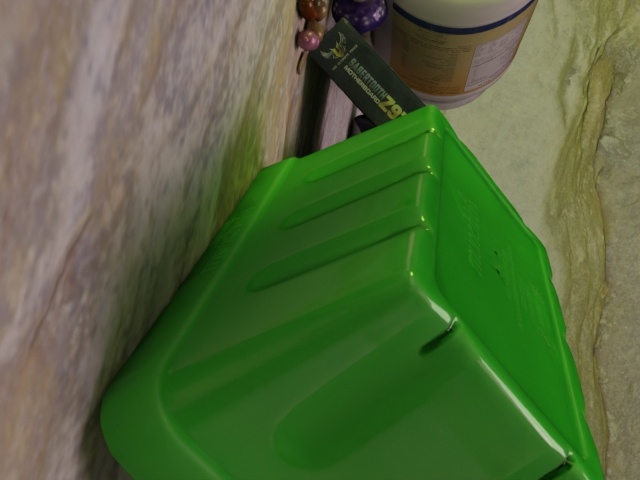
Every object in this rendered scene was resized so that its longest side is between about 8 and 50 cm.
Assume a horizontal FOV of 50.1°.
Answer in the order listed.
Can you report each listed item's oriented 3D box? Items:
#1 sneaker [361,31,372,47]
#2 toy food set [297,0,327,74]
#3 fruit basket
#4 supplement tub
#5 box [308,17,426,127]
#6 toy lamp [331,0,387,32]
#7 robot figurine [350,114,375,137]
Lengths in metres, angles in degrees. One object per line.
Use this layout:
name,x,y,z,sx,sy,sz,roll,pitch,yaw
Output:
sneaker,0.129,-0.404,1.301,0.262,0.099,0.121,-74,167,-51
toy food set,-0.007,-0.227,0.669,0.122,0.019,0.078,92,10,-51
fruit basket,-0.005,0.118,0.515,0.392,0.283,0.392,-39,-166,11
supplement tub,0.183,-0.337,0.971,0.316,0.228,0.229,73,28,-77
box,0.080,-0.170,0.847,0.059,0.183,0.232,-44,179,10
toy lamp,0.045,-0.332,0.718,0.275,0.080,0.080,84,17,-67
robot figurine,0.142,-0.160,1.407,0.173,0.209,0.278,35,-59,57
